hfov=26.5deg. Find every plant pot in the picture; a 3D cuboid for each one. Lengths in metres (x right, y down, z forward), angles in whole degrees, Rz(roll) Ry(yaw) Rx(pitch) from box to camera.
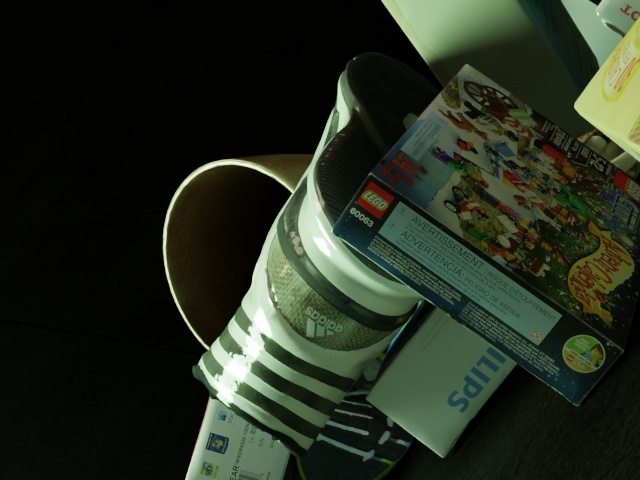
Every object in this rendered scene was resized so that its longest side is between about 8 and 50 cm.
[{"bbox_3d":[0.000,0.000,1.361,0.230,0.215,0.215,-23,-26,-49],"label":"plant pot"}]

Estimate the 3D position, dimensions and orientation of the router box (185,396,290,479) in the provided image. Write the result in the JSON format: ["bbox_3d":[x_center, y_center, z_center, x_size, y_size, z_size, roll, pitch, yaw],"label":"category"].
[{"bbox_3d":[-0.106,0.293,1.278,0.301,0.082,0.335,117,169,-77],"label":"router box"}]

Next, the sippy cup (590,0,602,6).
[{"bbox_3d":[0.314,-0.335,1.203,0.224,0.240,0.305,-56,-3,-3],"label":"sippy cup"}]

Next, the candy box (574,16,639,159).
[{"bbox_3d":[0.177,-0.079,0.405,0.183,0.087,0.316,-54,2,10],"label":"candy box"}]

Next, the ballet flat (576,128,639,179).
[{"bbox_3d":[0.204,-0.042,1.020,0.067,0.073,0.206,-38,9,30],"label":"ballet flat"}]

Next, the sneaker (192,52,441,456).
[{"bbox_3d":[0.007,0.009,1.117,0.257,0.169,0.447,-51,2,24],"label":"sneaker"}]

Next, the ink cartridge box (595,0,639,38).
[{"bbox_3d":[0.275,-0.186,0.916,0.150,0.109,0.063,-55,-1,28],"label":"ink cartridge box"}]

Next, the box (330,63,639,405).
[{"bbox_3d":[0.114,-0.016,0.799,0.044,0.159,0.233,-57,-3,28],"label":"box"}]

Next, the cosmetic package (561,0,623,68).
[{"bbox_3d":[0.412,-0.378,1.511,0.453,0.161,0.230,-55,-2,25],"label":"cosmetic package"}]

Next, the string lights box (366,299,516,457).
[{"bbox_3d":[0.120,0.064,1.094,0.133,0.077,0.259,-53,-2,14],"label":"string lights box"}]

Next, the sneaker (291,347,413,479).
[{"bbox_3d":[0.032,0.198,1.322,0.300,0.111,0.121,-47,-26,-71],"label":"sneaker"}]

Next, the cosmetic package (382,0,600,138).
[{"bbox_3d":[0.156,-0.218,1.293,0.113,0.309,0.160,-24,34,22],"label":"cosmetic package"}]
